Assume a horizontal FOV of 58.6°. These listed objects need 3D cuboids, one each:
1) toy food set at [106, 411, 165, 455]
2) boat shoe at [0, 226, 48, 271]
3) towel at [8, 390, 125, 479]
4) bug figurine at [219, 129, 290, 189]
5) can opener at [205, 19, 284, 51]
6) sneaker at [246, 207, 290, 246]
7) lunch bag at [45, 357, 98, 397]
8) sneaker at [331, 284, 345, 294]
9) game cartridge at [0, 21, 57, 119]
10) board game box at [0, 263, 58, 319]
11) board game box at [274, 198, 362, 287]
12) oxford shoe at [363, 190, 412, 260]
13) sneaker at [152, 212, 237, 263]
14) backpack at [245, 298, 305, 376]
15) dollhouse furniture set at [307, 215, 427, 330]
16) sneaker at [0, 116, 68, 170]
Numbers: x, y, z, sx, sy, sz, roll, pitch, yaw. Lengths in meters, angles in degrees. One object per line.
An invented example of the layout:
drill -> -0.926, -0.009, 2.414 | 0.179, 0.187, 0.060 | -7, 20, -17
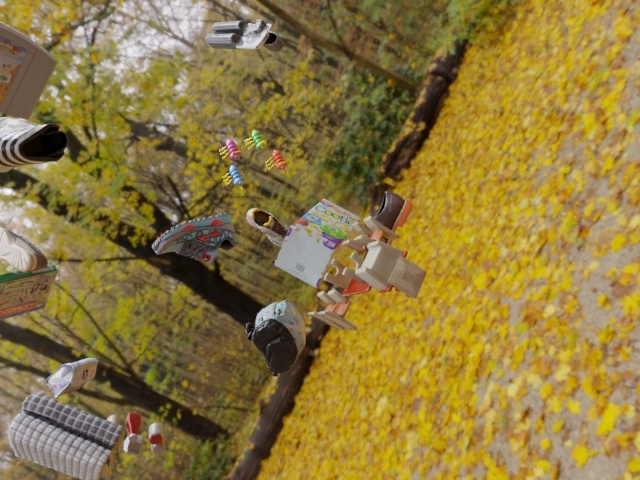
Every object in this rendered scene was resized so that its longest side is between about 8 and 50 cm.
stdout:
toy food set -> -0.552, 0.582, 1.661 | 0.111, 0.232, 0.104 | -56, 26, 12
boat shoe -> -1.099, 0.032, 2.065 | 0.092, 0.285, 0.102 | 14, -80, -63
towel -> -0.599, 0.477, 1.370 | 0.283, 0.235, 0.121 | 123, 169, -54
bug figurine -> -0.267, -0.324, 2.239 | 0.279, 0.216, 0.072 | -25, -14, -24
can opener -> -0.201, -0.527, 1.508 | 0.284, 0.095, 0.075 | 24, 83, 50
sneaker -> -0.185, -0.047, 2.198 | 0.088, 0.225, 0.093 | -61, 7, -12
lunch bag -> -0.509, 0.279, 1.180 | 0.083, 0.053, 0.071 | -43, -12, 14
sneaker -> 0.066, 0.141, 1.634 | 0.071, 0.066, 0.188 | -44, -8, 0
game cartridge -> -0.768, -0.405, 1.287 | 0.297, 0.062, 0.198 | 14, -57, -50
board game box -> -1.154, 0.205, 2.111 | 0.317, 0.046, 0.213 | -16, -36, -55
board game box -> 0.000, 0.000, 1.704 | 0.142, 0.144, 0.275 | -66, -9, 26
oxford shoe -> 0.167, -0.017, 1.689 | 0.271, 0.099, 0.097 | -62, 8, -6
sneaker -> -0.333, 0.006, 1.578 | 0.262, 0.125, 0.104 | -20, -7, -43
backpack -> -0.102, 0.227, 1.417 | 0.115, 0.151, 0.182 | -23, 15, 7
dollhouse furniture set -> 0.117, 0.086, 1.335 | 0.261, 0.135, 0.259 | -63, 14, -18
sneaker -> -0.899, -0.292, 1.782 | 0.447, 0.258, 0.168 | -108, 16, -70
